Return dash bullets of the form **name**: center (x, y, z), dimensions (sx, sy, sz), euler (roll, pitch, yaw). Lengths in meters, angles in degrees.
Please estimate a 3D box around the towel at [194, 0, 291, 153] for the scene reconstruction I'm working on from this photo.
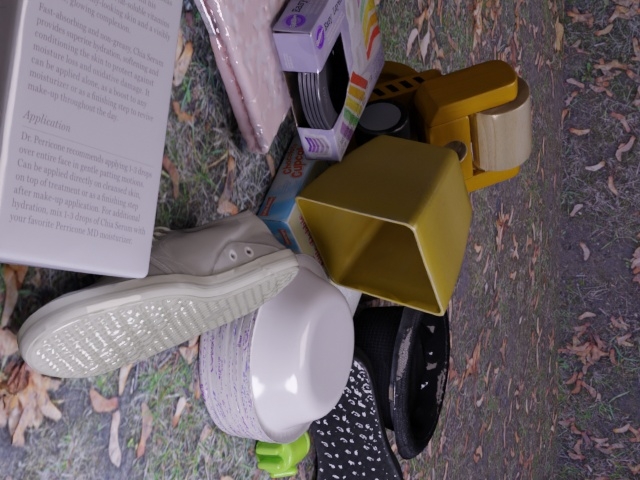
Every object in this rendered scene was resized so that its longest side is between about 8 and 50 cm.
- **towel**: center (-0.075, -0.346, 1.507), dimensions (0.317, 0.053, 0.332), euler (71, 33, -47)

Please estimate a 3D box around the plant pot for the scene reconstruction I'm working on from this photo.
- **plant pot**: center (0.121, -0.041, 1.630), dimensions (0.187, 0.212, 0.212), euler (-54, 142, -28)

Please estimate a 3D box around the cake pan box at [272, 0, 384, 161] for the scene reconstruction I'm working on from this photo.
- **cake pan box**: center (0.018, -0.289, 1.603), dimensions (0.246, 0.070, 0.267), euler (74, 30, -42)

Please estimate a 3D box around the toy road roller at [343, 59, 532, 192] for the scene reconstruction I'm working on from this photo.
- **toy road roller**: center (0.181, -0.213, 1.820), dimensions (0.202, 0.329, 0.240), euler (77, -5, -45)

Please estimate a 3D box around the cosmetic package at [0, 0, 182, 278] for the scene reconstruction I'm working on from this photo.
- **cosmetic package**: center (-0.264, -0.202, 1.005), dimensions (0.230, 0.161, 0.453), euler (17, 79, -62)

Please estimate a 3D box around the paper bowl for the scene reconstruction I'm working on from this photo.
- **paper bowl**: center (-0.050, 0.158, 1.561), dimensions (0.284, 0.148, 0.284), euler (-23, 115, -62)

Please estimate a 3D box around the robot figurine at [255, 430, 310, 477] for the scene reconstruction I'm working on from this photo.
- **robot figurine**: center (-0.059, 0.326, 1.662), dimensions (0.115, 0.067, 0.101), euler (-22, 106, -63)

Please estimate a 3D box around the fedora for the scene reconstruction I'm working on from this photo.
- **fedora**: center (0.132, 0.234, 1.960), dimensions (0.334, 0.152, 0.334), euler (8, 90, -67)

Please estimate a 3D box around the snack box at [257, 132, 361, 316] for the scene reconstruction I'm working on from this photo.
- **snack box**: center (0.000, 0.000, 1.741), dimensions (0.322, 0.060, 0.187), euler (66, 37, -46)

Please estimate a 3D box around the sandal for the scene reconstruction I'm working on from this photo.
- **sandal**: center (0.061, 0.362, 1.835), dimensions (0.107, 0.167, 0.446), euler (-75, 160, -64)

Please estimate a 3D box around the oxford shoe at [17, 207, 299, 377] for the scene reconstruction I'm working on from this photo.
- **oxford shoe**: center (-0.195, 0.052, 1.265), dimensions (0.130, 0.169, 0.449), euler (54, 33, 11)

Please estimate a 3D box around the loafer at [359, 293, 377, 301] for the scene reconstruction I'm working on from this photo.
- **loafer**: center (0.088, 0.049, 1.953), dimensions (0.056, 0.050, 0.148), euler (-58, 144, -46)
